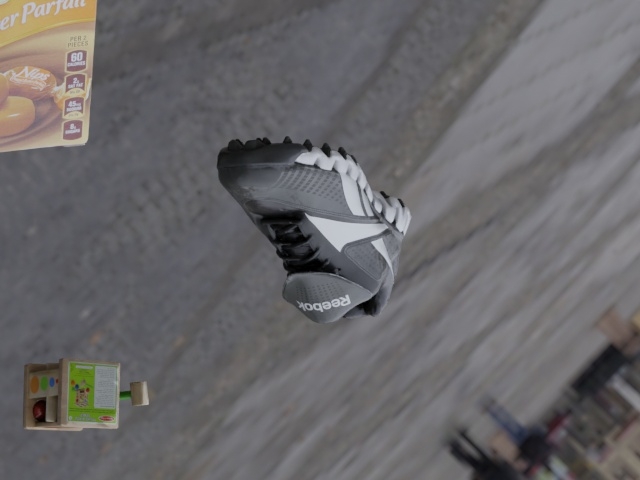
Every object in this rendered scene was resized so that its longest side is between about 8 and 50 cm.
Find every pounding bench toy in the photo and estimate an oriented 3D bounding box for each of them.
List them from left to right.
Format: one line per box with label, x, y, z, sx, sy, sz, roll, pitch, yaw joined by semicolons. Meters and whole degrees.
pounding bench toy;-0.185;0.123;1.285;0.083;0.052;0.065;8;168;-39

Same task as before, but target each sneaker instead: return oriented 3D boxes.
sneaker;0.000;0.000;1.120;0.234;0.078;0.106;31;61;-61

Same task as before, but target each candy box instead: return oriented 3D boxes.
candy box;-0.277;-0.212;1.314;0.183;0.087;0.316;-8;137;-19
